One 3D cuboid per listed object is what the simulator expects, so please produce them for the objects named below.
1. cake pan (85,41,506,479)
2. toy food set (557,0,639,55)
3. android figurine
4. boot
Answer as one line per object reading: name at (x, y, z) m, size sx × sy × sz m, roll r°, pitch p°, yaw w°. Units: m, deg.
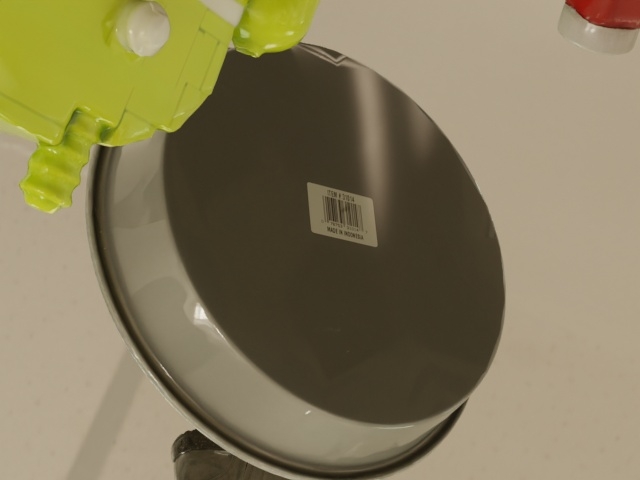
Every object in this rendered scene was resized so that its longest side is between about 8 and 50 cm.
cake pan at (0.000, 0.000, 0.892) m, size 0.293 × 0.054 × 0.293 m, roll 19°, pitch -125°, yaw -30°
toy food set at (0.137, -0.093, 0.439) m, size 0.111 × 0.104 × 0.232 m, roll -5°, pitch -144°, yaw -29°
android figurine at (-0.073, -0.146, 0.514) m, size 0.056 × 0.273 × 0.248 m, roll 14°, pitch 169°, yaw 36°
boot at (-0.050, 0.297, 1.656) m, size 0.246 × 0.083 × 0.161 m, roll 2°, pitch -140°, yaw -14°
